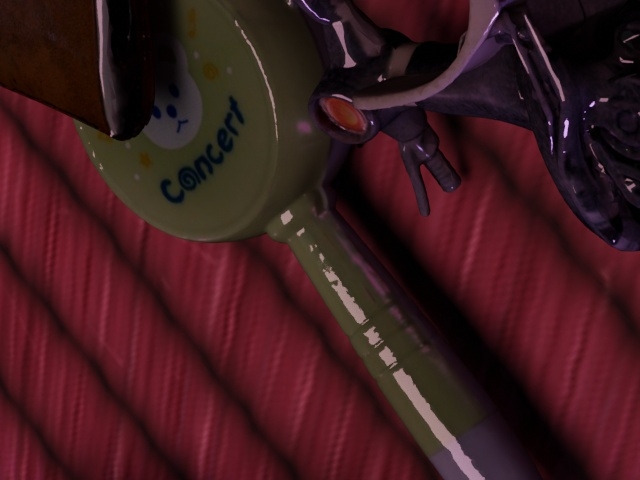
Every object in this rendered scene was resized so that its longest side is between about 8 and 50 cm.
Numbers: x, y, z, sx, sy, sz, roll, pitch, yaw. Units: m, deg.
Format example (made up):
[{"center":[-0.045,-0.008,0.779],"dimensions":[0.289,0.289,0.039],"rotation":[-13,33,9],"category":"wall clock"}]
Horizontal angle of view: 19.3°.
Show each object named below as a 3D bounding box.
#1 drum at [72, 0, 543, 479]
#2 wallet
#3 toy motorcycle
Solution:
[{"center":[0.008,-0.014,0.674],"dimensions":[0.253,0.049,0.130],"rotation":[42,132,18],"category":"drum"},{"center":[-0.146,-0.132,0.717],"dimensions":[0.255,0.031,0.137],"rotation":[24,119,44],"category":"wallet"},{"center":[0.037,-0.116,0.576],"dimensions":[0.157,0.091,0.263],"rotation":[-13,101,51],"category":"toy motorcycle"}]
